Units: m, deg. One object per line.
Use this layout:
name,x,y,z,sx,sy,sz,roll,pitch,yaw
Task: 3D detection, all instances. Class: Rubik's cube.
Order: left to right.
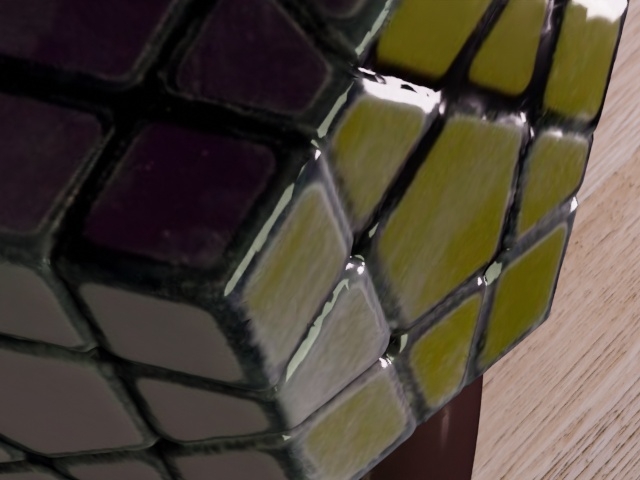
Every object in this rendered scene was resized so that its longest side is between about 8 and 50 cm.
Rubik's cube,-0.058,-0.058,0.576,0.319,0.319,0.264,-37,113,-35

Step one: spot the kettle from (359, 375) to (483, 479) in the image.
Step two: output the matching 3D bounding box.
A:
kettle,-0.013,0.050,0.806,0.144,0.202,0.232,-79,176,-51
